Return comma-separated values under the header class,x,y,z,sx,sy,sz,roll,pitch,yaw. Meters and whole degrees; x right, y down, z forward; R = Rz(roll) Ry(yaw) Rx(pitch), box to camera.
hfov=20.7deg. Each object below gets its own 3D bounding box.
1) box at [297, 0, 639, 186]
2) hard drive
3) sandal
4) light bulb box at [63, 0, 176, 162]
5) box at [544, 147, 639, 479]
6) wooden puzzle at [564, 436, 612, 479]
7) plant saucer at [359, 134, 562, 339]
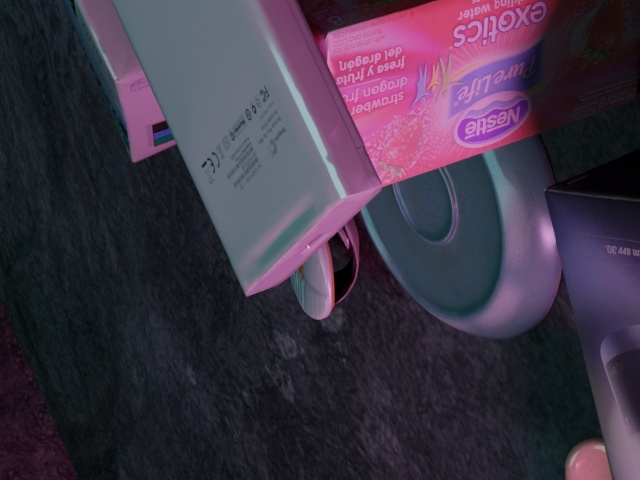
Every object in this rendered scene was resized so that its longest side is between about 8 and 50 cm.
class,x,y,z,sx,sy,sz,roll,pitch,yaw
box,0.087,-0.155,1.314,0.154,0.300,0.142,38,138,44
hard drive,-0.070,-0.134,1.243,0.307,0.040,0.203,66,151,11
sandal,0.000,-0.010,1.849,0.265,0.076,0.102,-116,27,-62
light bulb box,-0.151,-0.301,1.627,0.361,0.225,0.358,112,134,-80
box,0.330,0.085,1.171,0.296,0.183,0.294,9,118,60
wooden puzzle,0.354,0.348,1.439,0.348,0.080,0.322,26,132,47
plant saucer,0.109,-0.050,1.639,0.317,0.044,0.317,42,143,43
